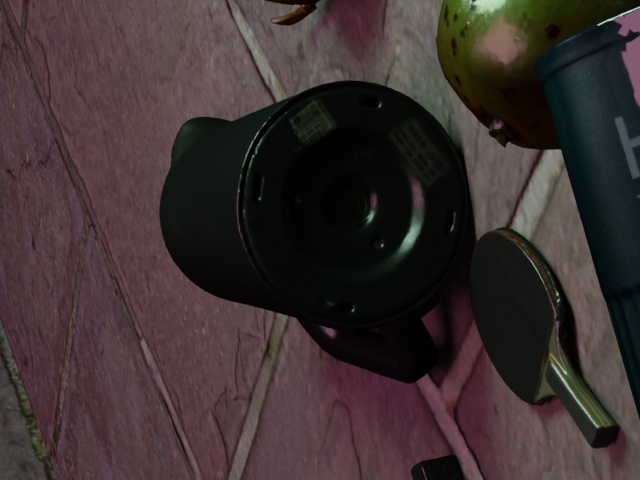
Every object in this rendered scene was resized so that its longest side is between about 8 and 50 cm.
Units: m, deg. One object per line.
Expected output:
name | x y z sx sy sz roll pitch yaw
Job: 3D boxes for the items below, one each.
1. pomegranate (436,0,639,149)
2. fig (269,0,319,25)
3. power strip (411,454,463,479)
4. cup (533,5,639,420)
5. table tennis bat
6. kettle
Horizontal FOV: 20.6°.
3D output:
pomegranate | 0.160 -0.156 1.172 0.159 0.159 0.205 18 90 65
fig | -0.020 -0.250 1.602 0.201 0.134 0.146 74 -162 -49
power strip | 0.116 0.247 1.567 0.029 0.038 0.111 -48 57 61
cup | 0.288 0.011 0.872 0.242 0.308 0.292 11 -114 -80
table tennis bat | 0.171 0.081 1.391 0.220 0.019 0.130 -122 29 -44
kettle | 0.004 -0.014 1.586 0.203 0.262 0.308 -66 18 -9
